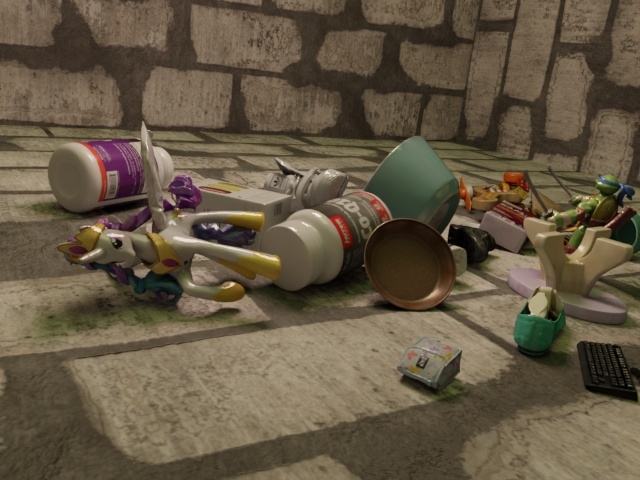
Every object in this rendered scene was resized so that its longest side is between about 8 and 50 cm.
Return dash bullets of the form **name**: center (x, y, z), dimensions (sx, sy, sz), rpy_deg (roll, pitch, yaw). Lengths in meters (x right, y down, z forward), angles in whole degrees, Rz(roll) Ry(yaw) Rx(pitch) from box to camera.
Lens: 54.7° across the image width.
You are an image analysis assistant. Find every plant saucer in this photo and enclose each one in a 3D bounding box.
- **plant saucer**: center (0.179, 0.051, 1.264), dimensions (0.198, 0.199, 0.036), rpy_deg (3, -24, -13)

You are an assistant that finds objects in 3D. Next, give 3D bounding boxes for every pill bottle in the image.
- **pill bottle**: center (0.018, -0.001, 1.316), dimensions (0.161, 0.161, 0.283), rpy_deg (18, 26, 34)
- **pill bottle**: center (-0.562, -0.186, 1.701), dimensions (0.181, 0.182, 0.323), rpy_deg (15, 18, 26)

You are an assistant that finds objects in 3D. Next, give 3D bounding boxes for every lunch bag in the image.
- **lunch bag**: center (0.167, 0.189, 0.948), dimensions (0.071, 0.053, 0.083), rpy_deg (18, 29, 37)

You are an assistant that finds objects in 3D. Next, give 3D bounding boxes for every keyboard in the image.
- **keyboard**: center (0.495, 0.214, 1.042), dimensions (0.108, 0.023, 0.180), rpy_deg (11, 18, 15)

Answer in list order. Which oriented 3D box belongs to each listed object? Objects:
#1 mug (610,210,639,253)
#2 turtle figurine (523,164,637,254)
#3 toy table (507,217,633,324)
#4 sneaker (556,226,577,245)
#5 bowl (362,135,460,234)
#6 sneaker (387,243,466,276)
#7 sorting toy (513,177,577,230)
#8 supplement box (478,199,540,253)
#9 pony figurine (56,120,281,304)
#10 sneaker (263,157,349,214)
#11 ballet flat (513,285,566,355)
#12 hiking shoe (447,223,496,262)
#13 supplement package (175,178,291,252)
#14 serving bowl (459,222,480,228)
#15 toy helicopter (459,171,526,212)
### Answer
- **mug**: center (0.872, -0.024, 1.807), dimensions (0.097, 0.130, 0.157), rpy_deg (-1, 18, -35)
- **turtle figurine**: center (0.609, -0.047, 1.534), dimensions (0.274, 0.267, 0.198), rpy_deg (10, 16, 10)
- **toy table**: center (0.549, 0.056, 1.358), dimensions (0.274, 0.161, 0.252), rpy_deg (20, 20, 40)
- **sneaker**: center (0.700, 0.010, 1.736), dimensions (0.214, 0.084, 0.083), rpy_deg (1, 30, -7)
- **bowl**: center (0.235, -0.088, 1.561), dimensions (0.163, 0.312, 0.311), rpy_deg (37, 28, 23)
- **sneaker**: center (0.196, 0.042, 1.399), dimensions (0.234, 0.094, 0.153), rpy_deg (-12, 14, -26)
- **sorting toy**: center (0.738, -0.098, 2.056), dimensions (0.274, 0.046, 0.132), rpy_deg (32, 36, -9)
- **supplement box**: center (0.552, -0.045, 1.806), dimensions (0.130, 0.073, 0.239), rpy_deg (29, 23, 18)
- **pony figurine**: center (-0.283, -0.021, 1.160), dimensions (0.363, 0.303, 0.351), rpy_deg (12, 26, -21)
- **sneaker**: center (-0.050, -0.124, 1.573), dimensions (0.210, 0.138, 0.366), rpy_deg (23, -7, 2)
- **ballet flat**: center (0.420, 0.134, 1.166), dimensions (0.083, 0.087, 0.247), rpy_deg (13, 17, 23)
- **hiking shoe**: center (0.410, 0.001, 1.615), dimensions (0.114, 0.086, 0.227), rpy_deg (2, 16, -5)
- **supplement package**: center (-0.211, -0.057, 1.484), dimensions (0.243, 0.134, 0.139), rpy_deg (13, 17, 21)
- **serving bowl**: center (0.452, -0.030, 1.840), dimensions (0.083, 0.027, 0.083), rpy_deg (7, 16, -2)
- **toy helicopter**: center (0.569, -0.154, 2.121), dimensions (0.234, 0.140, 0.355), rpy_deg (8, 16, 23)
